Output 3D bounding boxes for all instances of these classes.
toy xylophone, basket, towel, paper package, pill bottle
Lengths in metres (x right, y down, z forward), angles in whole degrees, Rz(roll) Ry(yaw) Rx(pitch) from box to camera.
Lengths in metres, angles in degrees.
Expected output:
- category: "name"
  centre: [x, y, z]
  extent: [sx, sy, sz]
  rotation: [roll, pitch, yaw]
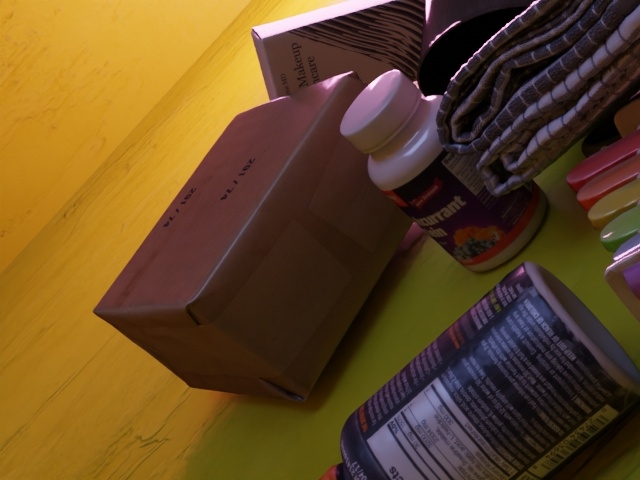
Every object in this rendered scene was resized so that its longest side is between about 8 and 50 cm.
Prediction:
- category: "toy xylophone"
  centre: [0.291, -0.051, 0.799]
  extent: [0.236, 0.081, 0.323]
  rotation: [-32, 13, 17]
- category: "basket"
  centre: [0.190, -0.287, 1.284]
  extent: [0.204, 0.154, 0.227]
  rotation: [138, 140, -55]
- category: "towel"
  centre: [0.245, -0.189, 0.998]
  extent: [0.235, 0.121, 0.284]
  rotation: [-35, -10, -46]
- category: "paper package"
  centre: [-0.061, 0.000, 1.327]
  extent: [0.325, 0.168, 0.309]
  rotation: [-58, 22, -20]
- category: "pill bottle"
  centre: [0.113, -0.068, 1.107]
  extent: [0.108, 0.193, 0.108]
  rotation: [-41, 22, 20]
- category: "pill bottle"
  centre: [0.104, 0.140, 0.856]
  extent: [0.245, 0.130, 0.130]
  rotation: [-43, 22, 14]

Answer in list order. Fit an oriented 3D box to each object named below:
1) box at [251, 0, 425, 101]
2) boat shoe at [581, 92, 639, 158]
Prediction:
- category: "box"
  centre: [0.061, -0.245, 1.464]
  extent: [0.275, 0.113, 0.094]
  rotation: [-18, 21, -5]
- category: "boat shoe"
  centre: [0.321, -0.129, 0.975]
  extent: [0.228, 0.068, 0.081]
  rotation: [-43, 21, 14]
